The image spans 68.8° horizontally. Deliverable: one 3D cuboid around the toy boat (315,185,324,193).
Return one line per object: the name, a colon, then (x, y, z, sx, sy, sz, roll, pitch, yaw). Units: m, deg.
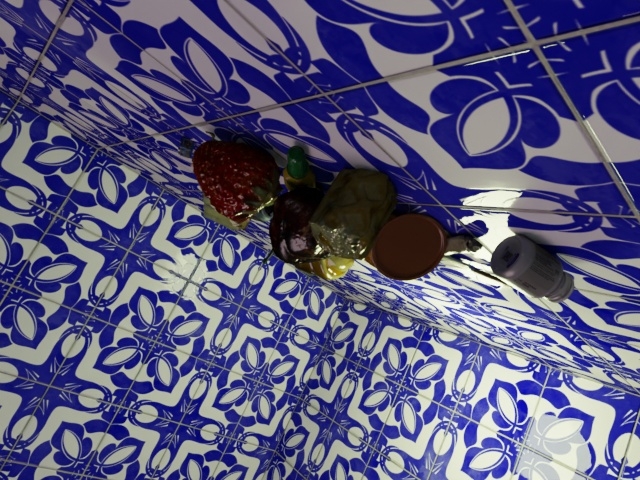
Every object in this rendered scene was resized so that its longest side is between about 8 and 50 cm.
toy boat: (-0.041, -0.176, 1.710, 0.137, 0.060, 0.061, 19, 148, 7)

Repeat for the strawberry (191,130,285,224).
strawberry: (-0.305, -0.236, 1.611, 0.343, 0.292, 0.292, 40, 170, 6)

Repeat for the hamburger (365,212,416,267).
hamburger: (0.230, 0.010, 1.663, 0.289, 0.170, 0.314, 31, 168, -22)

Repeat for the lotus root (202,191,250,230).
lotus root: (-0.450, -0.186, 2.367, 0.260, 0.149, 0.267, 22, 150, 0)

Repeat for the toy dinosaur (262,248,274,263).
toy dinosaur: (-0.132, -0.035, 1.933, 0.087, 0.301, 0.447, 31, 169, -15)

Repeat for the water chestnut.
water chestnut: (-0.043, -0.053, 1.587, 0.289, 0.244, 0.289, -6, 161, -2)

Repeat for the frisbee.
frisbee: (0.285, 0.023, 1.508, 0.250, 0.251, 0.021, 31, -161, -22)

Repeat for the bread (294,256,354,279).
bread: (0.005, 0.093, 2.441, 0.341, 0.210, 0.300, 20, 169, 24)

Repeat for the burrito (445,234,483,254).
burrito: (0.435, 0.019, 1.549, 0.082, 0.059, 0.275, 19, 171, -12)

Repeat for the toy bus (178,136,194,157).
toy bus: (-0.562, -0.386, 1.953, 0.061, 0.051, 0.153, 17, 171, -17)

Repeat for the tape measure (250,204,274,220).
tape measure: (-0.308, -0.183, 2.058, 0.275, 0.147, 0.256, 26, 171, -18)

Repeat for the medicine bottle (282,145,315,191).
medicine bottle: (-0.073, -0.226, 1.527, 0.111, 0.076, 0.309, 9, 166, 2)

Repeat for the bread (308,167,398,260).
bread: (0.101, -0.082, 1.384, 0.196, 0.252, 0.238, 26, 164, 22)

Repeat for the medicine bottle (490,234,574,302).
medicine bottle: (0.595, 0.087, 1.303, 0.215, 0.135, 0.135, 29, 168, -16)

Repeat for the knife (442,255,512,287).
knife: (0.538, 0.092, 1.715, 0.343, 0.027, 0.061, 24, 172, 26)
